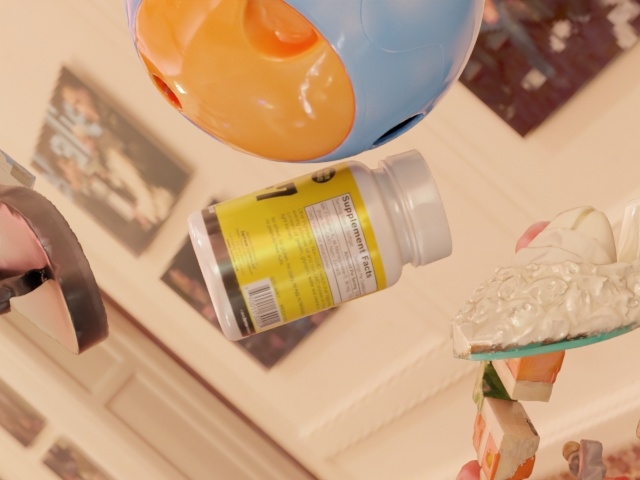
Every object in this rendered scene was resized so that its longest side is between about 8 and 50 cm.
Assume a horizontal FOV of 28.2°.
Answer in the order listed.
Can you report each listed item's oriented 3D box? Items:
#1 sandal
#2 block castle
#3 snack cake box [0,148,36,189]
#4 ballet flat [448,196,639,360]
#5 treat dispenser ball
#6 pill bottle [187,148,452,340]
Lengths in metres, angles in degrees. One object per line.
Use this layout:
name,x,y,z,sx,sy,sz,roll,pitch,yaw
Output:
sandal,-0.203,0.007,0.746,0.054,0.097,0.254,-33,36,-28
block castle,0.373,0.214,1.764,0.213,0.303,0.453,-110,30,-69
snack cake box,-0.474,-0.017,1.470,0.264,0.152,0.089,-40,27,20
ballet flat,0.284,0.027,1.213,0.409,0.147,0.147,-6,-24,-30
treat dispenser ball,-0.014,-0.204,1.007,0.288,0.288,0.288,-49,1,1
pill bottle,0.000,0.000,1.098,0.208,0.119,0.119,-19,-1,-4
